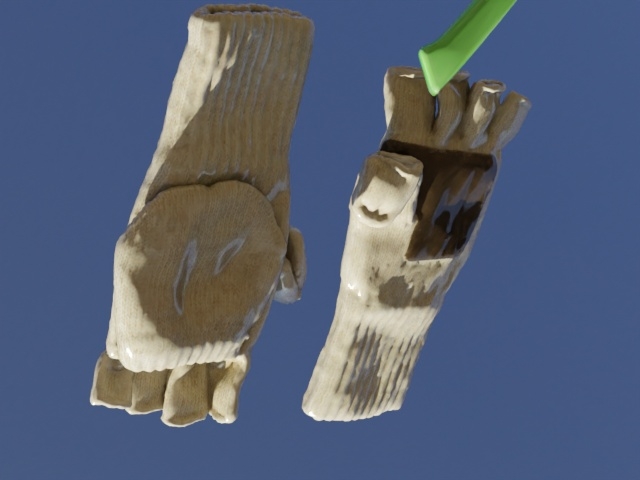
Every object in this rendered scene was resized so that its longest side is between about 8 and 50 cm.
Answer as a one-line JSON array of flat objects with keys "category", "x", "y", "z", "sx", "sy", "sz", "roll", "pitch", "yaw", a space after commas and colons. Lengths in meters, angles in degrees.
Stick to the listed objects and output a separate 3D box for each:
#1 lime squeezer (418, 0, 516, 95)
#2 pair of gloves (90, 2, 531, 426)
[{"category": "lime squeezer", "x": 0.172, "y": -0.158, "z": 0.569, "sx": 0.310, "sy": 0.059, "sz": 0.110, "roll": -18, "pitch": -105, "yaw": -1}, {"category": "pair of gloves", "x": 0.000, "y": 0.000, "z": 0.736, "sx": 0.240, "sy": 0.042, "sz": 0.204, "roll": 8, "pitch": -75, "yaw": -48}]
